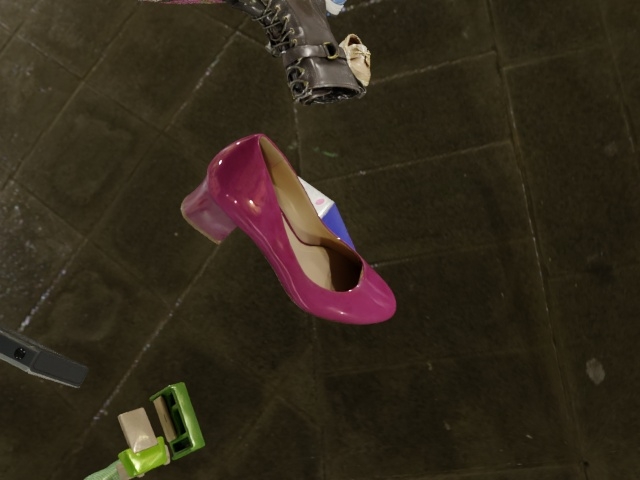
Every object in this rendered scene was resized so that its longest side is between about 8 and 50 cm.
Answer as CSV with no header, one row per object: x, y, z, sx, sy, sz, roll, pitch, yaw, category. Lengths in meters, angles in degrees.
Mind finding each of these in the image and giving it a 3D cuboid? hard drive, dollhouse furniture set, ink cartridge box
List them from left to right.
-0.286,0.089,0.640,0.135,0.094,0.022,22,76,16,hard drive
-0.436,0.460,1.612,0.301,0.197,0.151,-35,74,40,dollhouse furniture set
-0.015,-0.036,1.492,0.069,0.175,0.371,-33,37,-10,ink cartridge box

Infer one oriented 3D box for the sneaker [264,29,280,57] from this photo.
-0.042,-0.446,1.670,0.130,0.227,0.087,-52,21,-7,sneaker

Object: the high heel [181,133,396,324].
0.000,0.000,1.000,0.181,0.377,0.127,-36,36,42,high heel

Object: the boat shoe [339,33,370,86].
0.069,-0.366,1.426,0.059,0.063,0.170,-56,30,26,boat shoe

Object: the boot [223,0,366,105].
-0.054,-0.315,1.095,0.091,0.263,0.229,-32,70,50,boot

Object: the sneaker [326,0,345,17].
-0.031,-0.482,1.237,0.081,0.211,0.080,-47,32,18,sneaker

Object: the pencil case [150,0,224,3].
-0.215,-0.504,1.235,0.167,0.386,0.160,-25,85,45,pencil case
